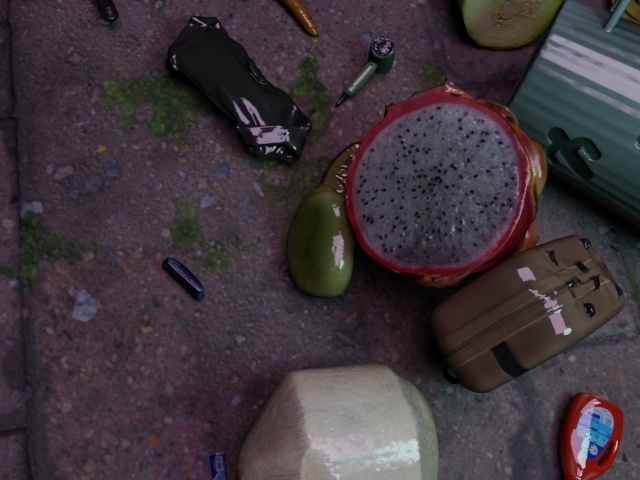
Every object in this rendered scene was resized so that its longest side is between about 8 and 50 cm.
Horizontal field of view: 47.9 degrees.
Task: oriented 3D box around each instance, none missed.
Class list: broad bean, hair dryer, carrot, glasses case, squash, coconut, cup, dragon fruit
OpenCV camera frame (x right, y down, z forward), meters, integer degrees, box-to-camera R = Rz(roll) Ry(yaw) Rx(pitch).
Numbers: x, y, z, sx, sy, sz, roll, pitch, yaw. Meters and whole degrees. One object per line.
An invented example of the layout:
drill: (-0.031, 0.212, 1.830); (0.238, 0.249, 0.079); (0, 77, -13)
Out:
broad bean: (0.000, 0.000, 1.132); (0.124, 0.082, 0.174); (10, 85, 37)
hair dryer: (0.074, -0.296, 1.292); (0.047, 0.071, 0.150); (42, 84, 8)
carrot: (-0.061, -0.449, 1.334); (0.037, 0.037, 0.190); (-37, 81, -20)
glasses case: (-0.210, 0.056, 1.119); (0.083, 0.033, 0.023); (42, 58, 6)
squash: (0.351, -0.470, 1.319); (0.220, 0.220, 0.133); (1, 67, -10)
coconut: (0.018, 0.289, 0.969); (0.265, 0.237, 0.237); (-2, 70, -16)
cup: (0.541, -0.239, 1.200); (0.392, 0.310, 0.401); (29, 100, 6)
dragon fruit: (0.204, -0.069, 1.102); (0.305, 0.226, 0.305); (-4, 80, 25)

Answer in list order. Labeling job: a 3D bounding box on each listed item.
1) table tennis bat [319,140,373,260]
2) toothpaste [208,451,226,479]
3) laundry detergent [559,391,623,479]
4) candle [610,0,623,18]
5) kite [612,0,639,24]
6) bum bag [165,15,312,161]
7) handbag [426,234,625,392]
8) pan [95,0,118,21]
table tennis bat: (0.115, -0.105, 1.240); (0.200, 0.038, 0.310); (29, 71, -1)
toothpaste: (-0.143, 0.346, 1.034); (0.024, 0.015, 0.083); (-7, 66, -12)
laundry detergent: (0.416, 0.327, 1.124); (0.097, 0.049, 0.165); (26, 70, -4)
candle: (0.606, -0.427, 1.453); (0.026, 0.021, 0.167); (2, 69, -9)
kite: (0.703, -0.477, 1.481); (0.327, 0.013, 0.377); (-35, 83, -23)
bum bag: (-0.143, -0.252, 1.227); (0.142, 0.080, 0.326); (-34, 75, -27)
handbag: (0.283, 0.120, 1.069); (0.302, 0.283, 0.149); (-12, 69, -55)
pan: (-0.409, -0.474, 1.283); (0.136, 0.028, 0.235); (-21, 72, -16)
